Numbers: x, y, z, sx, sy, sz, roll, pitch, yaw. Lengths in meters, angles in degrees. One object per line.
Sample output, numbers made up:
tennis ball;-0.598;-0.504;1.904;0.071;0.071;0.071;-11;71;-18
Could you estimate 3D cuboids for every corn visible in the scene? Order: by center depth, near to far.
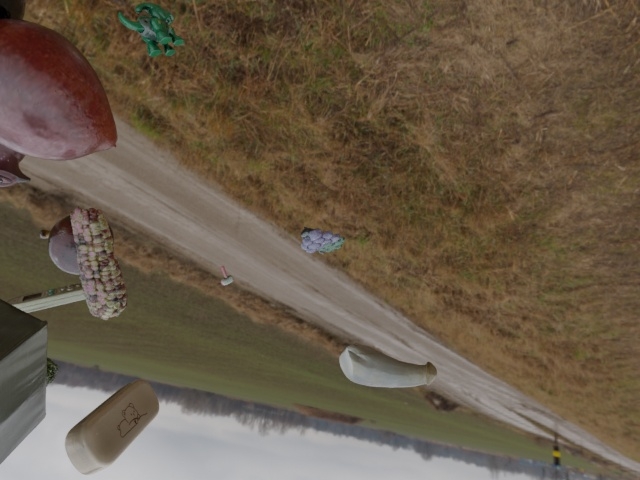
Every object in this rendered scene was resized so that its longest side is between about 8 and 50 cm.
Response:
corn;-0.517;0.055;0.956;0.092;0.281;0.092;-2;-162;1

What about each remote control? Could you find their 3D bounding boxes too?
remote control;-0.696;0.150;1.080;0.221;0.042;0.078;-14;-163;-29

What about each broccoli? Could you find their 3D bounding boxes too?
broccoli;-0.700;0.323;1.001;0.092;0.097;0.095;25;127;-4

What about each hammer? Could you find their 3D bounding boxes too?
hammer;-0.381;0.138;1.634;0.031;0.052;0.083;29;139;51

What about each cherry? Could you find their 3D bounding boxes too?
cherry;-0.497;-0.244;0.720;0.239;0.206;0.239;9;117;19

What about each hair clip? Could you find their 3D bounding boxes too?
hair clip;0.000;-0.002;1.282;0.124;0.052;0.195;-24;154;29

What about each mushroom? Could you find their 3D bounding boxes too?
mushroom;0.184;0.356;1.131;0.270;0.103;0.118;13;146;-13

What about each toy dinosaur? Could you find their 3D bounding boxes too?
toy dinosaur;-0.317;-0.404;0.768;0.059;0.132;0.096;-29;92;33

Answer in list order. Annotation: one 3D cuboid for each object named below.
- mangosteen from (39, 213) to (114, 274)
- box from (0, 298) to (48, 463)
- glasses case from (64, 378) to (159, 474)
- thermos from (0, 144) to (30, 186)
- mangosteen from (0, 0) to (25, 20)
mangosteen;-0.919;0.001;1.524;0.261;0.235;0.235;16;157;7
box;-0.458;0.189;0.501;0.149;0.155;0.231;26;124;0
glasses case;-0.347;0.310;0.699;0.050;0.083;0.196;-26;-176;7
thermos;-0.677;-0.276;0.831;0.109;0.330;0.136;-3;-179;15
mangosteen;-0.621;-0.420;0.669;0.216;0.216;0.216;10;157;4
